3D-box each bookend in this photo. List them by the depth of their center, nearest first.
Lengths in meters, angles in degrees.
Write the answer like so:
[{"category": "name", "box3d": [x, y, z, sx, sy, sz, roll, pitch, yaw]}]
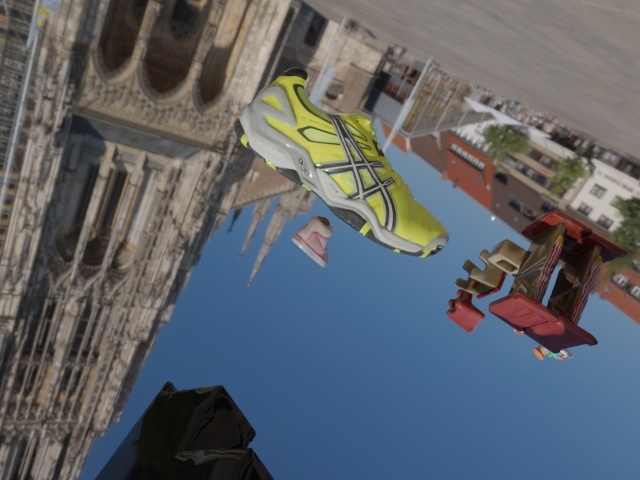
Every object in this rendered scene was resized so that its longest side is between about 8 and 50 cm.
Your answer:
[{"category": "bookend", "box3d": [-0.085, 0.179, 0.376, 0.072, 0.156, 0.157, 62, -150, -22]}]

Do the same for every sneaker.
[{"category": "sneaker", "box3d": [0.058, -0.112, 0.781, 0.384, 0.147, 0.145, 34, -169, -12]}, {"category": "sneaker", "box3d": [0.000, 0.000, 0.887, 0.051, 0.070, 0.134, 37, 175, 24]}]

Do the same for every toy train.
[{"category": "toy train", "box3d": [0.431, 0.187, 1.035, 0.166, 0.046, 0.125, 49, -175, 20]}]

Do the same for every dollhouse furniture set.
[{"category": "dollhouse furniture set", "box3d": [0.399, 0.111, 1.023, 0.152, 0.201, 0.374, 32, 159, 1]}]
